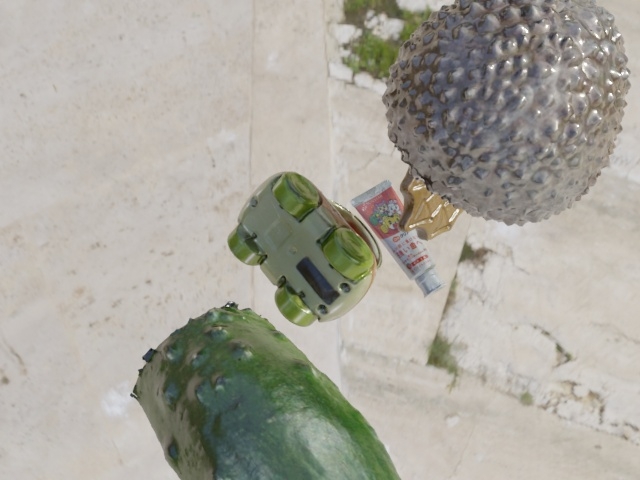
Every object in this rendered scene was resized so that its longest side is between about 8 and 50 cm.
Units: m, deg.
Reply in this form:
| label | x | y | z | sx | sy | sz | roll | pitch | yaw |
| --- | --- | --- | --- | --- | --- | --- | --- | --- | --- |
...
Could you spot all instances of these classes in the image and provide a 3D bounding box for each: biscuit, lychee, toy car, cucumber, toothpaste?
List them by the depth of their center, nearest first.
| label | x | y | z | sx | sy | sz | roll | pitch | yaw |
| --- | --- | --- | --- | --- | --- | --- | --- | --- | --- |
| cucumber | -0.036 | 0.171 | 0.730 | 0.145 | 0.105 | 0.325 | 1 | 29 | -37 |
| lychee | 0.221 | -0.159 | 1.017 | 0.300 | 0.300 | 0.300 | 1 | 65 | -1 |
| toy car | 0.000 | 0.000 | 1.301 | 0.145 | 0.235 | 0.235 | -45 | 67 | 26 |
| biscuit | 0.196 | -0.088 | 1.445 | 0.034 | 0.182 | 0.215 | 16 | 56 | 40 |
| toothpaste | 0.154 | -0.001 | 1.653 | 0.089 | 0.057 | 0.234 | -30 | 77 | -10 |
